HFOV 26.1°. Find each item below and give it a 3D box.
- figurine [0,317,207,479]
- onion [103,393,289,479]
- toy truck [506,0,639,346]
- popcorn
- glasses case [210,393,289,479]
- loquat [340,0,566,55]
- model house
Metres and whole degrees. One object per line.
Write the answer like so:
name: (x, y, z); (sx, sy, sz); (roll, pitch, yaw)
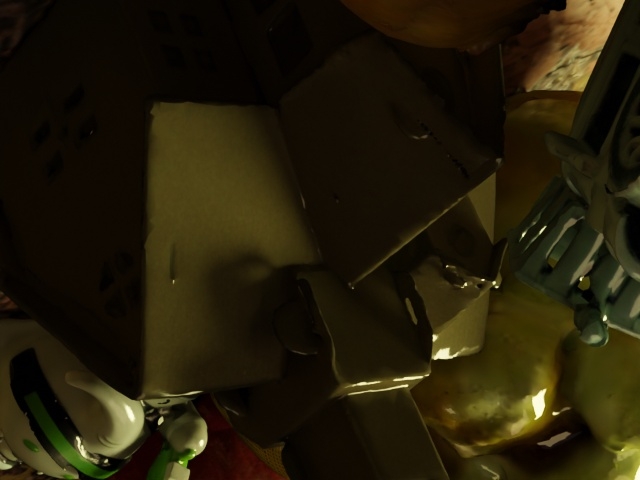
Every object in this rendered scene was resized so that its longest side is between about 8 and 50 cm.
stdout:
figurine: (-0.134, 0.089, 0.858); (0.192, 0.126, 0.147); (-31, 118, 16)
onion: (-0.028, 0.256, 1.145); (0.348, 0.285, 0.347); (-27, 153, -15)
toy truck: (0.180, -0.106, 0.470); (0.184, 0.133, 0.338); (-108, -139, -75)
popcorn: (0.130, 0.051, 0.805); (0.226, 0.276, 0.276); (3, 169, 23)
glasses case: (-0.032, 0.091, 0.898); (0.064, 0.079, 0.234); (11, -176, -16)
loquat: (0.050, -0.136, 0.480); (0.141, 0.141, 0.141); (-21, 159, -8)
model house: (0.000, 0.000, 0.594); (0.211, 0.243, 0.204); (-3, 151, -43)
